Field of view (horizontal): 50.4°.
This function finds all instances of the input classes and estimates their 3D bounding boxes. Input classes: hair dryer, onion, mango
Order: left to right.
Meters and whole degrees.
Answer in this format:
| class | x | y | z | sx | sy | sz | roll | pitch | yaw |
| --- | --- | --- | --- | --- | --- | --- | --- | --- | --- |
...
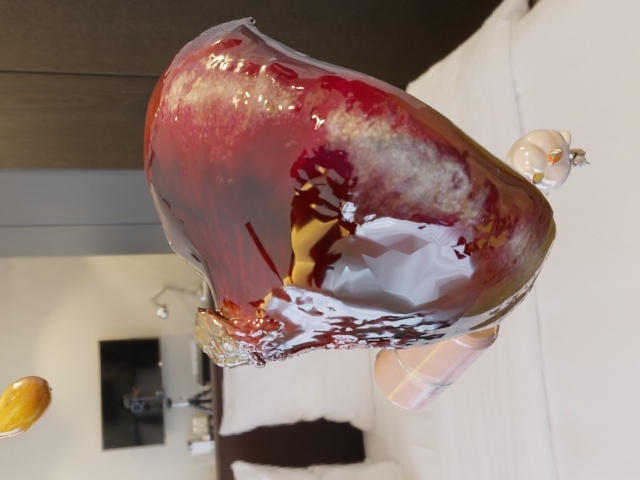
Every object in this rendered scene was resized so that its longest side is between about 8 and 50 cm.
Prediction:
| class | x | y | z | sx | sy | sz | roll | pitch | yaw |
| --- | --- | --- | --- | --- | --- | --- | --- | --- | --- |
| mango | -0.372 | 0.208 | 0.842 | 0.089 | 0.060 | 0.046 | -50 | -20 | -35 |
| onion | 0.000 | 0.000 | 0.433 | 0.195 | 0.272 | 0.272 | -62 | 12 | -10 |
| hair dryer | 0.092 | 0.108 | 1.115 | 0.210 | 0.352 | 0.125 | -58 | -3 | 41 |

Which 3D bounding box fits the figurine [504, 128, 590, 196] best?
| class | x | y | z | sx | sy | sz | roll | pitch | yaw |
| --- | --- | --- | --- | --- | --- | --- | --- | --- | --- |
| figurine | 0.393 | -0.135 | 1.195 | 0.137 | 0.229 | 0.112 | -47 | 68 | 29 |
